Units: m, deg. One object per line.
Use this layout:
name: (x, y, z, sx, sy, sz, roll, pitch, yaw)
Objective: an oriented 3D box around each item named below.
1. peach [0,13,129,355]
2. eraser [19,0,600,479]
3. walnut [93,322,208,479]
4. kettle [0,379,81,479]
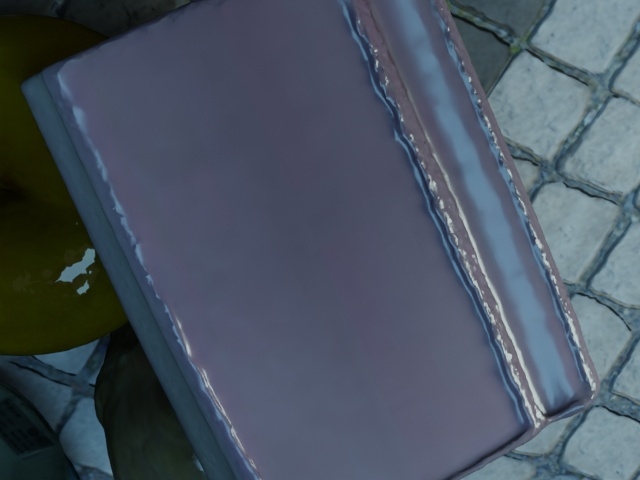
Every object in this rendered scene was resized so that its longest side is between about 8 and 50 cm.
peach: (-0.217, -0.041, 1.297, 0.251, 0.153, 0.251, 0, 100, -1)
eraser: (0.000, 0.000, 1.214, 0.272, 0.122, 0.359, -26, 98, -19)
walnut: (-0.057, 0.115, 1.379, 0.248, 0.248, 0.248, -5, 121, -9)
kettle: (-0.320, 0.287, 1.454, 0.319, 0.247, 0.342, -10, 133, -36)
